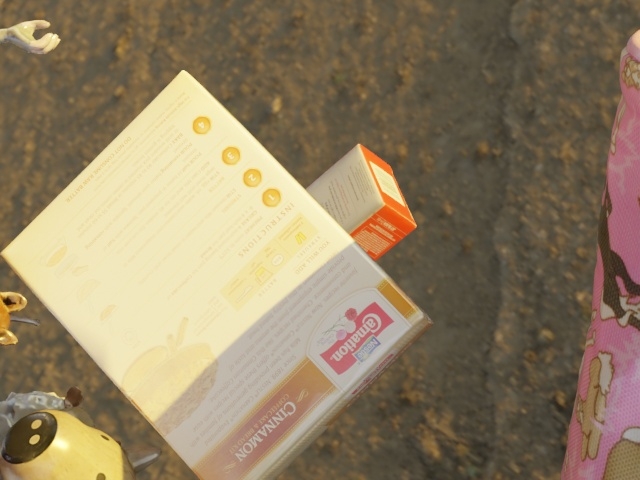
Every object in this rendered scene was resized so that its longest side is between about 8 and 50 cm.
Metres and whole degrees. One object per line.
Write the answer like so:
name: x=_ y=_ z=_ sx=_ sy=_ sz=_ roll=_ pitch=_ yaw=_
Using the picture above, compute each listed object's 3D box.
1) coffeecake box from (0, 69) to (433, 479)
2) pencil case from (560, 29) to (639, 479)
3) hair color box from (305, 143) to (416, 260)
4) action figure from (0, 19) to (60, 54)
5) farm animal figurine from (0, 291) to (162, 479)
coffeecake box: x=-0.054 y=0.027 z=0.686 sx=0.142 sy=0.068 sz=0.185 roll=-44 pitch=78 yaw=3
pencil case: x=0.197 y=0.084 z=0.601 sx=0.160 sy=0.386 sz=0.167 roll=7 pitch=21 yaw=10
hair color box: x=0.000 y=0.000 z=0.974 sx=0.141 sy=0.043 sz=0.072 roll=-39 pitch=44 yaw=20
action figure: x=-0.442 y=-0.234 z=1.218 sx=0.276 sy=0.370 sz=0.248 roll=-36 pitch=70 yaw=-5
farm animal figurine: x=-0.162 y=0.181 z=0.666 sx=0.172 sy=0.327 sz=0.330 roll=-6 pitch=57 yaw=2
